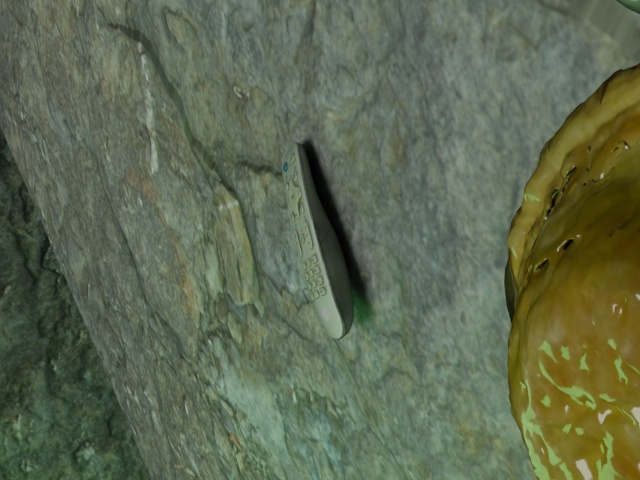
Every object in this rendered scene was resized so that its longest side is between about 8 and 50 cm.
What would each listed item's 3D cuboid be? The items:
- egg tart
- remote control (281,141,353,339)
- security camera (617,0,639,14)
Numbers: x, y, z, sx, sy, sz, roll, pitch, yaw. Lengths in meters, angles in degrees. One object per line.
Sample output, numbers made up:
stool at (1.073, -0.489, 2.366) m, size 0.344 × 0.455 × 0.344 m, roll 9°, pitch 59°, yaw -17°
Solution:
egg tart at (0.246, 0.103, 0.574) m, size 0.443 × 0.178 × 0.443 m, roll 37°, pitch 137°, yaw 45°
remote control at (0.000, 0.000, 1.112) m, size 0.073 × 0.044 × 0.229 m, roll 137°, pitch 121°, yaw -70°
security camera at (0.256, -0.225, 0.476) m, size 0.301 × 0.080 × 0.157 m, roll -28°, pitch 65°, yaw 51°
